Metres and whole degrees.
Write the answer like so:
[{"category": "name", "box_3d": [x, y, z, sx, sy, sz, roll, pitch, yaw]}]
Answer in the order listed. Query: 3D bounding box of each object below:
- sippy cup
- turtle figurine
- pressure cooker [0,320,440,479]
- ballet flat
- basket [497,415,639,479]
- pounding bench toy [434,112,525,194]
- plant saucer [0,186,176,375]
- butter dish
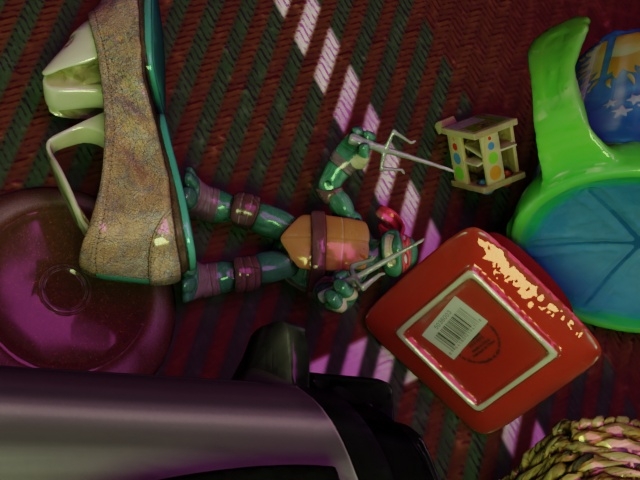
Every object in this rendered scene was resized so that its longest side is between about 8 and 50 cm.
[{"category": "sippy cup", "box_3d": [0.302, -0.070, 1.190, 0.240, 0.305, 0.224, 7, 53, 9]}, {"category": "turtle figurine", "box_3d": [0.000, 0.000, 1.082, 0.234, 0.118, 0.175, 0, 52, -6]}, {"category": "pressure cooker", "box_3d": [-0.097, 0.258, 0.798, 0.420, 0.370, 0.375, 7, 29, -23]}, {"category": "ballet flat", "box_3d": [-0.171, -0.103, 1.042, 0.106, 0.108, 0.316, -8, 55, -5]}, {"category": "basket", "box_3d": [0.286, 0.296, 1.003, 0.299, 0.213, 0.223, 22, 41, -14]}, {"category": "pounding bench toy", "box_3d": [0.145, -0.082, 1.216, 0.052, 0.083, 0.065, -22, 111, -26]}, {"category": "plant saucer", "box_3d": [-0.206, 0.043, 1.022, 0.198, 0.036, 0.199, 9, 66, -21]}, {"category": "butter dish", "box_3d": [0.150, 0.060, 1.122, 0.160, 0.160, 0.118, 43, 37, -4]}]
